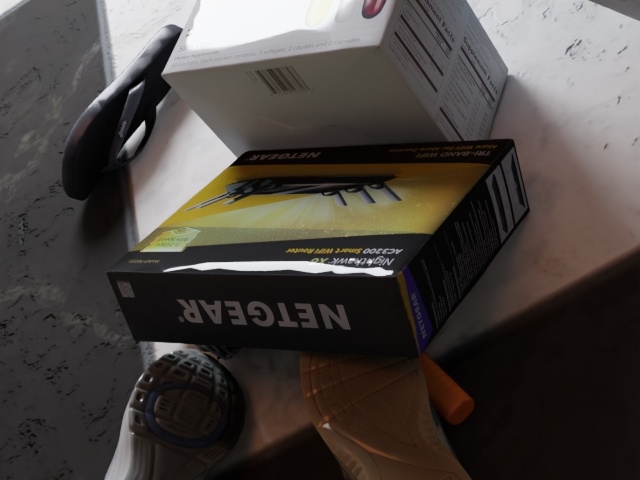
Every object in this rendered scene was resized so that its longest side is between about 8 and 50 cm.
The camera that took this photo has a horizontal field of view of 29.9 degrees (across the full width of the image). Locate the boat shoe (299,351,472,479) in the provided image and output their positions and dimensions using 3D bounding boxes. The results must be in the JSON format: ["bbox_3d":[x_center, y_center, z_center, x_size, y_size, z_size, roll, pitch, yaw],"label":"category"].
[{"bbox_3d":[0.060,0.178,0.967,0.103,0.092,0.285,-22,45,-12],"label":"boat shoe"}]

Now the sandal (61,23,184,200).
[{"bbox_3d":[-0.228,-0.156,1.456,0.054,0.097,0.254,29,75,18],"label":"sandal"}]

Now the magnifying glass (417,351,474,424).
[{"bbox_3d":[0.063,0.090,1.088,0.092,0.026,0.231,-44,43,-2],"label":"magnifying glass"}]

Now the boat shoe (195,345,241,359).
[{"bbox_3d":[-0.095,0.083,1.186,0.183,0.066,0.066,12,71,50],"label":"boat shoe"}]

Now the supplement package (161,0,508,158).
[{"bbox_3d":[0.017,-0.169,1.198,0.262,0.204,0.145,-2,55,36],"label":"supplement package"}]

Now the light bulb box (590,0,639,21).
[{"bbox_3d":[0.228,-0.441,1.116,0.225,0.361,0.358,127,157,-51],"label":"light bulb box"}]

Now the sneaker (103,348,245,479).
[{"bbox_3d":[-0.159,0.222,1.081,0.129,0.111,0.297,-47,15,44],"label":"sneaker"}]

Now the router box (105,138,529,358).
[{"bbox_3d":[0.000,0.000,1.088,0.309,0.081,0.243,0,30,33],"label":"router box"}]
